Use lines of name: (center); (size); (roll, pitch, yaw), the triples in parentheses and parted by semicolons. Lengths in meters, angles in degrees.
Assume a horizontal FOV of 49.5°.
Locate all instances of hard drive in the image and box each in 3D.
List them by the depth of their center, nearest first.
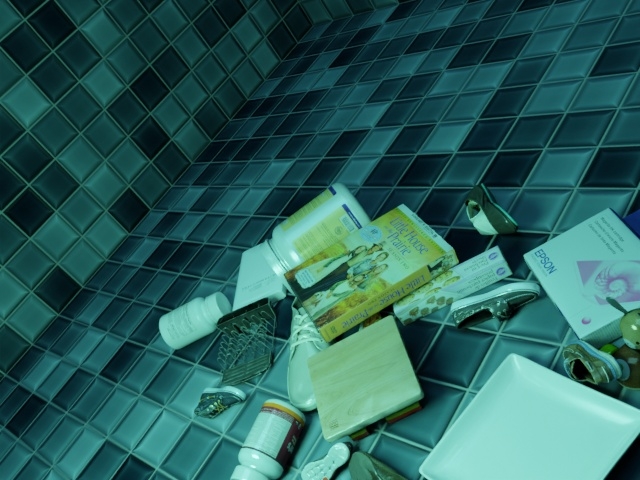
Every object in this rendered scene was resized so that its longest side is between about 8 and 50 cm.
hard drive: (-0.201, 0.116, 2.419); (0.203, 0.040, 0.307); (-24, 34, 20)

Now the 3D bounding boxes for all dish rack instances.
dish rack: (-0.234, 0.320, 2.160); (0.208, 0.074, 0.271); (-26, 34, 20)

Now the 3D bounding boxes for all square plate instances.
square plate: (0.422, 0.422, 1.401); (0.344, 0.049, 0.347); (-46, 33, -15)

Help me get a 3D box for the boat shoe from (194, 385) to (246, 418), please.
boat shoe: (-0.293, 0.479, 2.030); (0.183, 0.065, 0.083); (-15, 39, 43)

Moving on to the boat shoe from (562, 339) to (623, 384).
boat shoe: (0.540, 0.252, 1.429); (0.066, 0.066, 0.183); (-24, 2, -8)

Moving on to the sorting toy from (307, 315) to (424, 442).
sorting toy: (0.117, 0.355, 1.725); (0.257, 0.089, 0.255); (-29, 39, 11)

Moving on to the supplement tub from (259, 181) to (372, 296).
supplement tub: (0.000, 0.000, 2.180); (0.331, 0.241, 0.241); (-36, 32, 3)

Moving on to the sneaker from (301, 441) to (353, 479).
sneaker: (0.023, 0.536, 1.659); (0.158, 0.065, 0.061); (-42, 73, 22)

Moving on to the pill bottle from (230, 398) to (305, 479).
pill bottle: (-0.133, 0.524, 1.752); (0.121, 0.121, 0.221); (-6, 45, 41)

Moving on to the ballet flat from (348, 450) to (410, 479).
ballet flat: (0.149, 0.533, 1.531); (0.250, 0.058, 0.084); (8, 90, 56)

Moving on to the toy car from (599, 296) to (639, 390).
toy car: (0.623, 0.193, 1.362); (0.149, 0.188, 0.155); (-41, 32, -5)

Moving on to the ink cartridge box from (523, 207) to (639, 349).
ink cartridge box: (0.681, 0.058, 1.595); (0.330, 0.071, 0.324); (-33, 32, 11)

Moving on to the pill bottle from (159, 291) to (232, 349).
pill bottle: (-0.421, 0.267, 2.357); (0.229, 0.131, 0.131); (-28, 33, 16)

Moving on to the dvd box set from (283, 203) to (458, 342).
dvd box set: (0.130, 0.080, 1.939); (0.420, 0.062, 0.307); (-30, 34, -5)

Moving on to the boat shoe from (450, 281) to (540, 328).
boat shoe: (0.429, 0.167, 1.702); (0.228, 0.080, 0.076); (-17, 54, 25)

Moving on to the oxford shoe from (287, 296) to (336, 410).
oxford shoe: (-0.028, 0.276, 1.963); (0.169, 0.130, 0.449); (-17, 39, 25)

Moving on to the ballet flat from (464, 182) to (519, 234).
ballet flat: (0.473, -0.069, 1.952); (0.096, 0.095, 0.280); (-41, 20, 13)

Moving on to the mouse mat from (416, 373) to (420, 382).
mouse mat: (0.153, 0.374, 1.771); (0.189, 0.007, 0.152); (-37, 32, 0)

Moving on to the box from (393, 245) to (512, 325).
box: (0.345, 0.122, 1.847); (0.324, 0.063, 0.067); (-28, 33, 16)

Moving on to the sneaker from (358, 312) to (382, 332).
sneaker: (0.146, 0.218, 1.942); (0.067, 0.064, 0.175); (-5, 46, 12)
